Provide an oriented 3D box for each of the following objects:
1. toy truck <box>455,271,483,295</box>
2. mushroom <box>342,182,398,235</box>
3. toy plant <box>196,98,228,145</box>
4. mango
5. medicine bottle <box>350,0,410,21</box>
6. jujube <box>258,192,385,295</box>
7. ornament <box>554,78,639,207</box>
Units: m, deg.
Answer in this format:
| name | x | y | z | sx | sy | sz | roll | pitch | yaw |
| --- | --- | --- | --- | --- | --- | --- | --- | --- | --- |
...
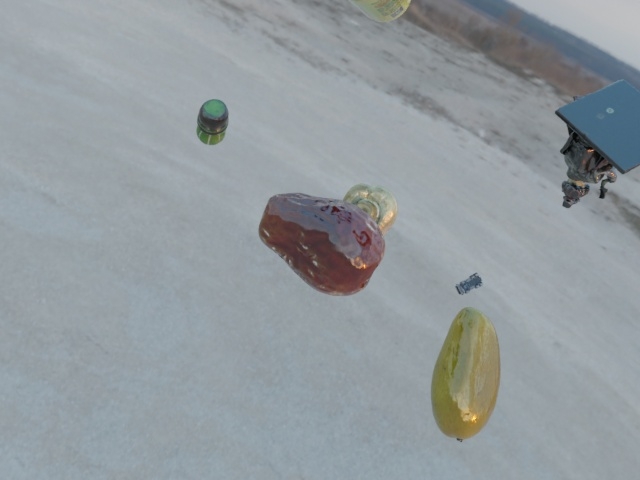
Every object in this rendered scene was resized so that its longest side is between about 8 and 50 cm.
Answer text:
| name | x | y | z | sx | sy | sz | roll | pitch | yaw |
| --- | --- | --- | --- | --- | --- | --- | --- | --- | --- |
| toy truck | 0.406 | 0.120 | 1.830 | 0.083 | 0.044 | 0.039 | -25 | 84 | -28 |
| mushroom | 0.119 | -0.072 | 1.655 | 0.148 | 0.148 | 0.112 | 36 | 17 | 17 |
| toy plant | -0.317 | -0.339 | 1.967 | 0.092 | 0.162 | 0.093 | 6 | 63 | -11 |
| mango | 0.381 | 0.347 | 1.718 | 0.195 | 0.332 | 0.142 | 23 | -9 | -37 |
| medicine bottle | 0.095 | -0.489 | 1.251 | 0.124 | 0.124 | 0.239 | 34 | 16 | 13 |
| jujube | 0.000 | 0.000 | 1.334 | 0.255 | 0.190 | 0.190 | 23 | 23 | 2 |
| ornament | 0.467 | -0.135 | 1.126 | 0.153 | 0.196 | 0.166 | -24 | 59 | -19 |
